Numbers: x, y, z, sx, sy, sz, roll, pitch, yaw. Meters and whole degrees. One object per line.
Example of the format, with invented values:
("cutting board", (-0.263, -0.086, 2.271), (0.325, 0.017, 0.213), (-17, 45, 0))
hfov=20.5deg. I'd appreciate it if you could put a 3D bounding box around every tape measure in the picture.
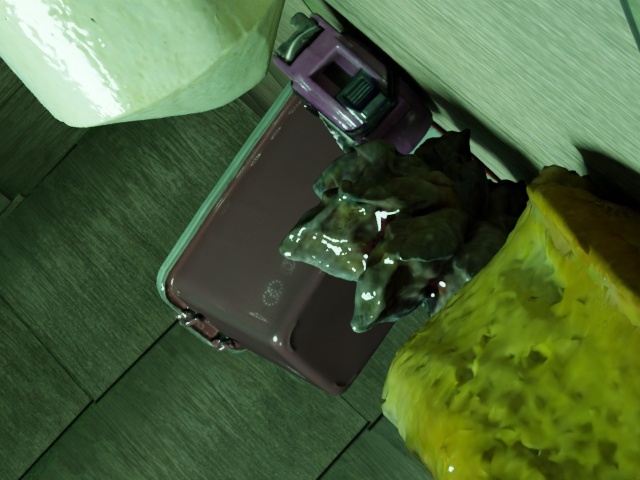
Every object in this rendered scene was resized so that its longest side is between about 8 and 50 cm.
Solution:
("tape measure", (0.026, -0.113, 1.401), (0.125, 0.074, 0.118), (45, -179, 25))

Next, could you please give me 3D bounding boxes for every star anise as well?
("star anise", (0.094, -0.006, 1.281), (0.223, 0.109, 0.236), (-7, -140, -36))

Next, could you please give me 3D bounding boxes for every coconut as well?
("coconut", (-0.115, -0.170, 1.079), (0.222, 0.202, 0.202), (49, 176, -29))

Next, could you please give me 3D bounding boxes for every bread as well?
("bread", (0.209, 0.142, 1.059), (0.398, 0.215, 0.398), (48, -178, -2))

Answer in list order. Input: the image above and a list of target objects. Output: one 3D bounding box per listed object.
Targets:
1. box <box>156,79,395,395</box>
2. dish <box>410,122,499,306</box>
("box", (0.000, 0.000, 1.765), (0.167, 0.294, 0.193), (29, 171, 38))
("dish", (0.112, -0.003, 1.573), (0.256, 0.117, 0.256), (44, 179, 1))
